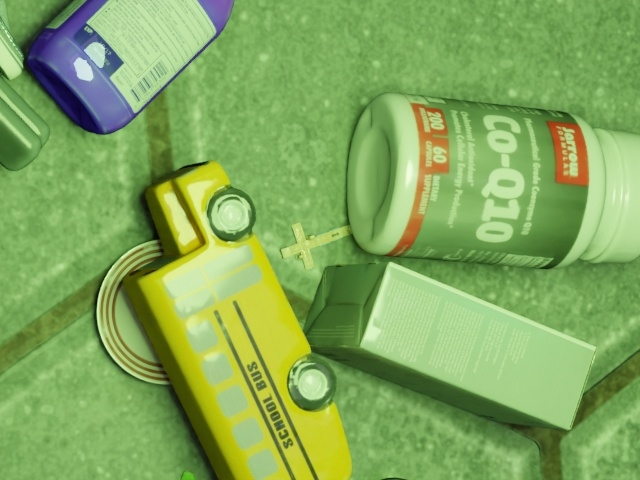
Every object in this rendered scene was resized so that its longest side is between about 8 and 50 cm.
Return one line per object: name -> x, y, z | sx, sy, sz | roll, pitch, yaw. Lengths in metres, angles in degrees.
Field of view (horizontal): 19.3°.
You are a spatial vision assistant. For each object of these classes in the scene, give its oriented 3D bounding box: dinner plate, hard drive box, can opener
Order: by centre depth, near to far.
can opener -> -0.372, -0.169, 1.737 | 0.280, 0.074, 0.093 | 42, 111, -12
dinner plate -> -0.150, 0.069, 1.827 | 0.141, 0.017, 0.141 | 0, 90, -19
hard drive box -> 0.121, 0.103, 1.834 | 0.232, 0.181, 0.089 | 23, 81, -18

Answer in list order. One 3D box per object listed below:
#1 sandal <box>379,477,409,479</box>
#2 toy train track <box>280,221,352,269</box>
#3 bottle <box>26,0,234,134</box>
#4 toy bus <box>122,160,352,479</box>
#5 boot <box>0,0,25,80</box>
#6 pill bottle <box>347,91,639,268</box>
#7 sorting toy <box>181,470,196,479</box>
sandal -> 0.113, 0.290, 1.908 | 0.179, 0.040, 0.067 | 29, 86, -31
toy train track -> 0.000, 0.000, 1.881 | 0.083, 0.014, 0.048 | -20, 96, -19
bottle -> -0.147, -0.230, 1.789 | 0.283, 0.092, 0.118 | -47, 119, -16
toy bus -> -0.084, 0.095, 1.785 | 0.130, 0.108, 0.333 | -28, 98, -16
boot -> -0.310, -0.248, 1.748 | 0.086, 0.069, 0.190 | -34, 99, -11
pill bottle -> 0.182, -0.055, 1.867 | 0.283, 0.161, 0.161 | 4, 88, -19
sorting toy -> -0.119, 0.268, 1.837 | 0.062, 0.012, 0.083 | -40, 102, -15
